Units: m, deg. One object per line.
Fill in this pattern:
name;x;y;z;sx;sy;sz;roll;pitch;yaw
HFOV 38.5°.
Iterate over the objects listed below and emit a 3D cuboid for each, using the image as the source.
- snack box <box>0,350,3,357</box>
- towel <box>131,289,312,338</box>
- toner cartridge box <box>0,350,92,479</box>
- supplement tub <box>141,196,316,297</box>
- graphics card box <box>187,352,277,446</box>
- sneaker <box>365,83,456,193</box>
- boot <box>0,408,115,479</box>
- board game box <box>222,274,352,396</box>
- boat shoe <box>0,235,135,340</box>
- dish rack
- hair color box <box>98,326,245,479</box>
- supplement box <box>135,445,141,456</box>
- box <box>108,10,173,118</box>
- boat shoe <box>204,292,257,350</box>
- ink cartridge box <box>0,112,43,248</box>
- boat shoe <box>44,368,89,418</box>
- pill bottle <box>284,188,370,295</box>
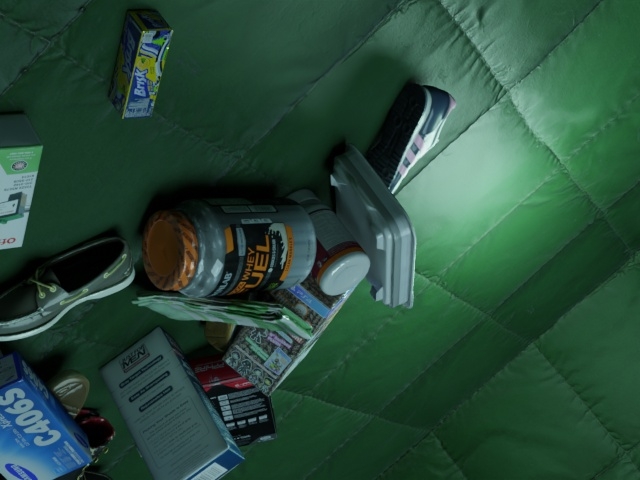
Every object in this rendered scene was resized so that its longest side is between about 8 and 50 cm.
snack box;-0.641;0.189;1.712;0.022;0.064;0.178;-32;148;-7
towel;-0.196;0.155;1.899;0.324;0.038;0.248;4;167;16
toner cartridge box;-0.598;0.368;1.823;0.165;0.075;0.348;-23;140;-4
supplement tub;-0.179;0.012;1.814;0.316;0.193;0.193;-4;136;-42
graphics card box;-0.239;0.410;2.313;0.232;0.094;0.371;-12;143;-4
sneaker;0.190;-0.192;1.991;0.131;0.112;0.319;-3;136;-39
boot;-0.581;0.536;2.170;0.284;0.138;0.377;-48;142;18
board game box;-0.060;0.173;2.108;0.291;0.141;0.232;-56;172;28
boat shoe;-0.486;0.082;1.690;0.305;0.109;0.091;-27;147;-27
dish rack;0.101;-0.016;1.969;0.072;0.285;0.333;-24;146;-14
hair color box;-0.327;0.377;1.999;0.174;0.347;0.105;-35;148;-2
supplement box;-0.424;0.528;2.399;0.098;0.036;0.062;4;131;-47
box;-0.286;-0.278;1.454;0.054;0.059;0.169;-12;141;-37
boat shoe;-0.189;0.129;2.067;0.096;0.098;0.277;-34;157;-44
ink cartridge box;-0.537;-0.084;1.428;0.160;0.092;0.219;-10;139;-36
boat shoe;-0.603;0.364;1.954;0.109;0.098;0.302;23;118;-40
pill bottle;0.000;0.000;1.948;0.121;0.221;0.121;-26;147;-18
